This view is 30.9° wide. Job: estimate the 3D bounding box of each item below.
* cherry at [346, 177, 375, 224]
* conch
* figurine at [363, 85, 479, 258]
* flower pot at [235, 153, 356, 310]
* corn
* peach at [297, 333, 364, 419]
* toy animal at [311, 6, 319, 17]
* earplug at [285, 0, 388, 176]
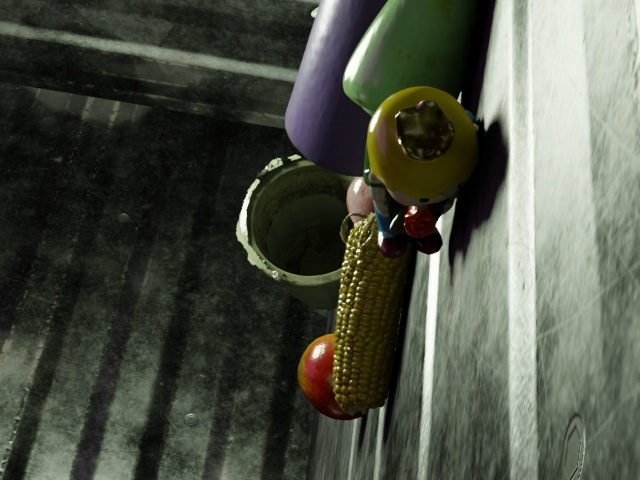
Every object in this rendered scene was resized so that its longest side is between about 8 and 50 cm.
[{"bbox_3d":[0.089,-0.072,2.059,0.126,0.087,0.106,-78,-5,-46],"label":"cherry"},{"bbox_3d":[0.123,-0.246,1.351,0.137,0.143,0.251,29,100,44],"label":"conch"},{"bbox_3d":[0.099,-0.064,1.190,0.234,0.127,0.185,-148,62,-78],"label":"figurine"},{"bbox_3d":[0.000,0.000,2.277,0.259,0.290,0.290,70,-154,-65],"label":"flower pot"},{"bbox_3d":[0.068,0.102,1.634,0.106,0.106,0.293,114,164,-84],"label":"corn"},{"bbox_3d":[0.024,0.240,1.985,0.118,0.151,0.151,-60,-17,-56],"label":"peach"},{"bbox_3d":[0.103,-0.595,2.601,0.247,0.182,0.310,10,-88,-58],"label":"toy animal"},{"bbox_3d":[0.089,-0.322,1.727,0.456,0.215,0.215,107,174,-47],"label":"earplug"}]
